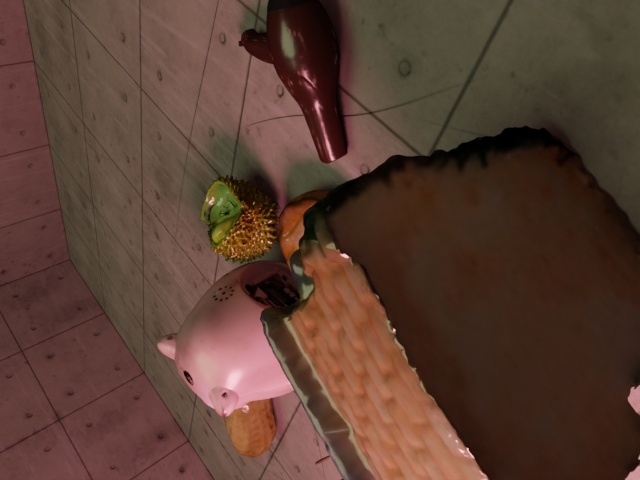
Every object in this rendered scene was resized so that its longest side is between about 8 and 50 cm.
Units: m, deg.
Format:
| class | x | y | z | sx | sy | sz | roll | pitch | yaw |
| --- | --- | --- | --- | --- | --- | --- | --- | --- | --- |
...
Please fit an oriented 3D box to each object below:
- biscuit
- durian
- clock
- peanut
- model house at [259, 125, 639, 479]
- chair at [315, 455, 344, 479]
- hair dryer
| class | x | y | z | sx | sy | sz | roll | pitch | yaw |
| --- | --- | --- | --- | --- | --- | --- | --- | --- | --- |
| biscuit | 0.001 | -0.001 | 1.124 | 0.213 | 0.091 | 0.274 | 44 | 142 | 21 |
| durian | -0.201 | -0.046 | 1.263 | 0.200 | 0.176 | 0.237 | -54 | 42 | 4 |
| clock | -0.162 | 0.221 | 1.229 | 0.368 | 0.377 | 0.250 | 36 | 132 | 28 |
| peanut | -0.254 | 0.571 | 1.753 | 0.192 | 0.169 | 0.387 | 21 | 124 | 49 |
| model house | 0.158 | 0.121 | 0.694 | 0.395 | 0.445 | 0.400 | 55 | 144 | 9 |
| chair | 0.149 | 0.539 | 1.205 | 0.160 | 0.326 | 0.170 | 51 | -170 | -10 |
| hair dryer | -0.074 | -0.338 | 1.023 | 0.340 | 0.123 | 0.312 | 35 | 148 | 49 |
